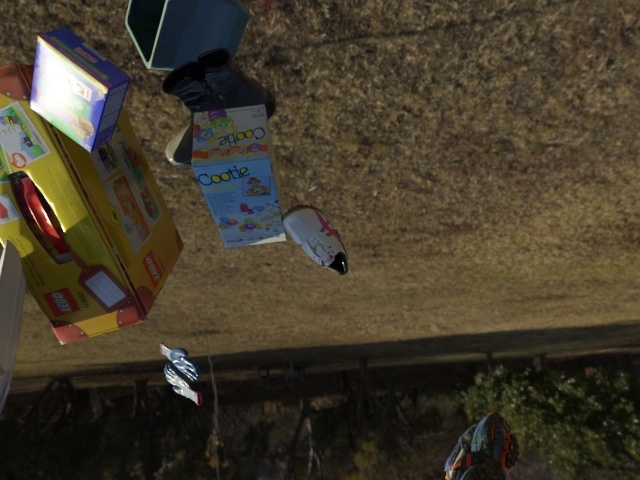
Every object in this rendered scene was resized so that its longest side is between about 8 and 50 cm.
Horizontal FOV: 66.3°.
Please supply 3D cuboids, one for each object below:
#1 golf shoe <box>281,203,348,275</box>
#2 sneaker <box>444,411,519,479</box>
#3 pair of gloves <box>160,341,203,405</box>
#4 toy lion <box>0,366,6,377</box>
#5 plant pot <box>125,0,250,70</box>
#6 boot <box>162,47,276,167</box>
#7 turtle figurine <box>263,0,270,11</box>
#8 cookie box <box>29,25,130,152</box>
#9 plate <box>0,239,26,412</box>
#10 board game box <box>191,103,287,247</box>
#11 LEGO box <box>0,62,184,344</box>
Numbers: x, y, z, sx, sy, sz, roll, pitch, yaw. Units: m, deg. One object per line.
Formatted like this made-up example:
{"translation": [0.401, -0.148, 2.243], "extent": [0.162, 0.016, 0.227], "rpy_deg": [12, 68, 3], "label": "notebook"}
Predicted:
{"translation": [0.000, 0.000, 0.865], "extent": [0.067, 0.086, 0.186], "rpy_deg": [-37, 143, 12], "label": "golf shoe"}
{"translation": [0.210, 0.336, 0.677], "extent": [0.087, 0.083, 0.221], "rpy_deg": [-45, 172, 37], "label": "sneaker"}
{"translation": [-0.386, 0.365, 1.364], "extent": [0.023, 0.159, 0.198], "rpy_deg": [-34, 141, -45], "label": "pair of gloves"}
{"translation": [-0.472, 0.151, 0.634], "extent": [0.096, 0.034, 0.100], "rpy_deg": [-8, 126, 36], "label": "toy lion"}
{"translation": [-0.341, -0.605, 1.309], "extent": [0.252, 0.247, 0.248], "rpy_deg": [-2, 138, -40], "label": "plant pot"}
{"translation": [-0.294, -0.313, 1.157], "extent": [0.338, 0.118, 0.222], "rpy_deg": [-29, 153, 20], "label": "boot"}
{"translation": [-0.187, -0.640, 1.080], "extent": [0.217, 0.270, 0.087], "rpy_deg": [3, 170, -6], "label": "turtle figurine"}
{"translation": [-0.280, -0.171, 0.567], "extent": [0.091, 0.040, 0.107], "rpy_deg": [37, 133, -6], "label": "cookie box"}
{"translation": [-0.559, 0.184, 0.852], "extent": [0.045, 0.277, 0.278], "rpy_deg": [10, 142, -34], "label": "plate"}
{"translation": [-0.158, -0.122, 1.013], "extent": [0.144, 0.142, 0.275], "rpy_deg": [-7, 148, -1], "label": "board game box"}
{"translation": [-0.504, -0.105, 1.039], "extent": [0.193, 0.501, 0.372], "rpy_deg": [-16, -159, 4], "label": "LEGO box"}
